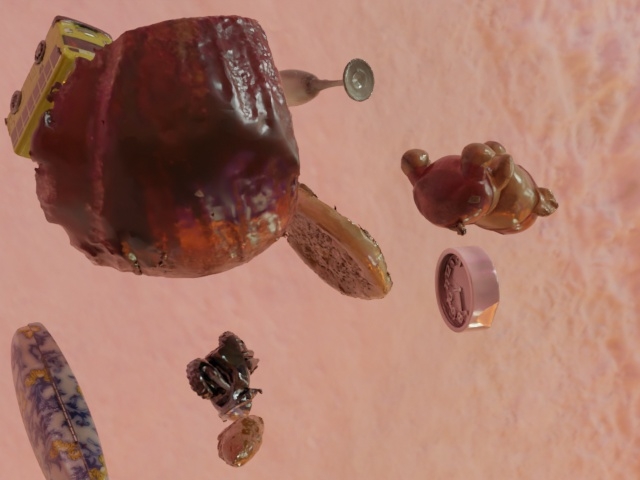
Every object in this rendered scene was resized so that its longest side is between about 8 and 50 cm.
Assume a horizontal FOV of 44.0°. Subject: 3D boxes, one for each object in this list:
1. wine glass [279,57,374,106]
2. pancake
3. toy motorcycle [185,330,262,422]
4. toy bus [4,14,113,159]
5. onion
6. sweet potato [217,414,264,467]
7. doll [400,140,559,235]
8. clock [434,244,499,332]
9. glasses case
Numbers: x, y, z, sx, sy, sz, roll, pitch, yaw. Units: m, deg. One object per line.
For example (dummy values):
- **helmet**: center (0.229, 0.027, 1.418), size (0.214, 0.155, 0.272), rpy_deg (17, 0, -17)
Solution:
- **wine glass**: center (0.047, -0.345, 1.954), size (0.264, 0.310, 0.096), rpy_deg (24, 78, -39)
- **pancake**: center (0.001, -0.001, 1.652), size (0.071, 0.382, 0.382), rpy_deg (-48, 128, -14)
- **toy motorcycle**: center (-0.183, 0.277, 1.613), size (0.106, 0.270, 0.159), rpy_deg (-39, 89, 16)
- **toy bus**: center (-0.497, -0.282, 1.532), size (0.128, 0.150, 0.262), rpy_deg (13, 126, -40)
- **onion**: center (-0.144, -0.060, 0.838), size (0.280, 0.146, 0.314), rpy_deg (-22, 132, -28)
- **sweet potato**: center (-0.117, 0.294, 1.194), size (0.068, 0.206, 0.059), rpy_deg (3, 91, 9)
- **doll**: center (0.261, -0.090, 1.315), size (0.256, 0.196, 0.152), rpy_deg (9, 116, -46)
- **clock**: center (0.332, 0.111, 1.815), size (0.068, 0.197, 0.196), rpy_deg (-5, 113, -16)
- **glasses case**: center (-0.287, 0.197, 0.867), size (0.065, 0.248, 0.086), rpy_deg (-10, 137, -34)
